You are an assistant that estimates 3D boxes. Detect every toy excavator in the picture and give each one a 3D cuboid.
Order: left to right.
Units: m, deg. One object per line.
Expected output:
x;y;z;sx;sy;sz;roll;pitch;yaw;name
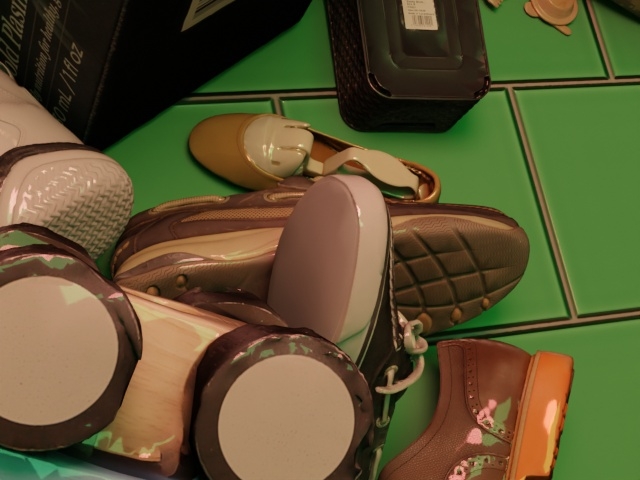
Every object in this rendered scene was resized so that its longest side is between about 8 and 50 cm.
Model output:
-0.099;0.254;0.759;0.432;0.222;0.445;20;90;-18;toy excavator

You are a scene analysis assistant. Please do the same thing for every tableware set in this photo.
0.222;-0.301;1.260;0.141;0.020;0.169;25;63;-8;tableware set

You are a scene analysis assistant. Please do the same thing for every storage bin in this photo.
0.080;-0.201;1.124;0.122;0.084;0.180;-1;73;-18;storage bin

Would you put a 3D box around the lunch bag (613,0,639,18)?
0.353;-0.366;1.158;0.235;0.287;0.169;25;61;-25;lunch bag

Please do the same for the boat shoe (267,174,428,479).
0.025;0.087;0.896;0.105;0.306;0.113;-6;29;-27;boat shoe

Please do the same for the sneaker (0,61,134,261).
-0.338;-0.020;0.867;0.365;0.137;0.210;-27;63;-30;sneaker

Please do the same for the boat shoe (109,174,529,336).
0.000;0.000;0.986;0.355;0.132;0.130;-3;44;-17;boat shoe

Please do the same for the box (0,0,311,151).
-0.194;-0.390;0.889;0.297;0.480;0.472;-38;84;-27;box

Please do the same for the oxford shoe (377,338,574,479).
0.102;0.249;0.956;0.132;0.130;0.364;14;63;14;oxford shoe

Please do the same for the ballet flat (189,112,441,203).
0.001;-0.073;1.058;0.232;0.073;0.080;16;64;-12;ballet flat
